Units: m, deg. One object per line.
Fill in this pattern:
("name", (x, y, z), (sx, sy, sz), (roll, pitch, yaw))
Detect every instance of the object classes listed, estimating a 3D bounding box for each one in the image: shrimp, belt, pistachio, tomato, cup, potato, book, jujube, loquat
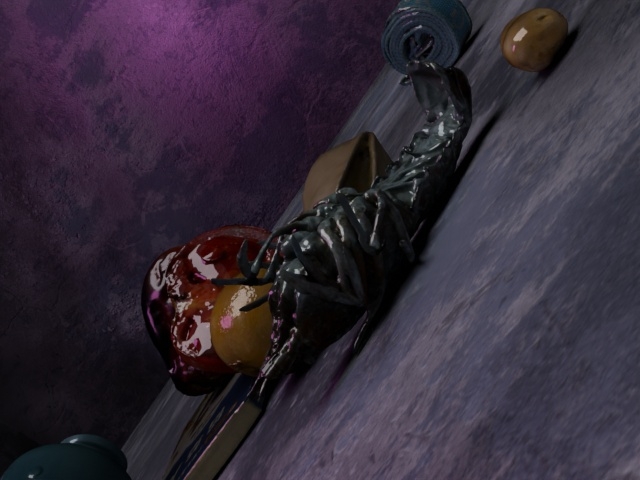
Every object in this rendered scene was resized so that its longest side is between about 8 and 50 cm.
("shrimp", (0.035, -0.017, 1.051), (0.410, 0.166, 0.221), (-44, 23, -20))
("belt", (0.179, -0.353, 1.712), (0.163, 0.148, 0.082), (-8, 38, 43))
("pistachio", (0.040, -0.048, 1.233), (0.223, 0.126, 0.152), (-78, -3, -54))
("tomato", (-0.112, 0.100, 1.439), (0.140, 0.200, 0.233), (68, -167, -53))
("cup", (-0.391, 0.448, 1.418), (0.290, 0.219, 0.258), (-51, 18, 32))
("potato", (0.210, -0.201, 1.001), (0.068, 0.062, 0.083), (-30, 30, -10))
("book", (-0.158, 0.274, 1.545), (0.300, 0.039, 0.428), (-54, 6, 13))
("jujube", (-0.200, 0.125, 1.595), (0.168, 0.168, 0.237), (135, 132, -63))
("loquat", (-0.066, 0.099, 1.260), (0.163, 0.137, 0.163), (-62, 8, 15))

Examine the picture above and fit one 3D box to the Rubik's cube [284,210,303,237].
("Rubik's cube", (0.000, 0.000, 1.475), (0.093, 0.111, 0.111), (-30, 4, -6))
